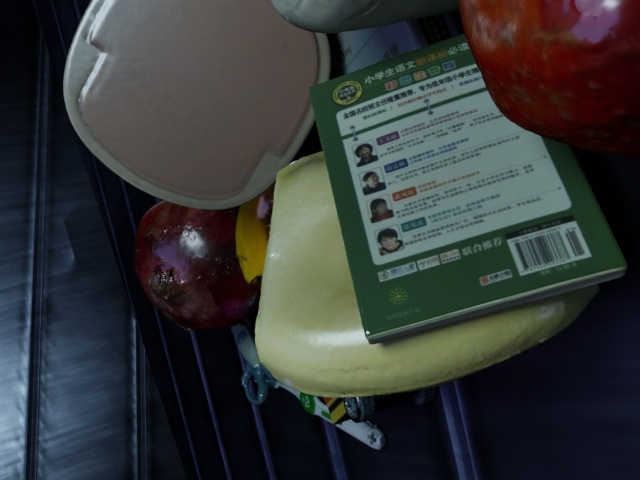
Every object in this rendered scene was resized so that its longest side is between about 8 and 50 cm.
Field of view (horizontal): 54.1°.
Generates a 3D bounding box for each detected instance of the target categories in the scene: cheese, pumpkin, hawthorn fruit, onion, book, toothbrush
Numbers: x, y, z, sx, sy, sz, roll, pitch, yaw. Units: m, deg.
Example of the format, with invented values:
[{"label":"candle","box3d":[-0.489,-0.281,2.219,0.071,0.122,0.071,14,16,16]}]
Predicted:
[{"label":"cheese","box3d":[0.092,0.019,0.585,0.128,0.315,0.260,53,-141,-63]},{"label":"pumpkin","box3d":[-0.001,0.000,0.842,0.280,0.139,0.190,33,112,53]},{"label":"hawthorn fruit","box3d":[0.199,-0.151,0.369,0.249,0.215,0.215,-139,41,-64]},{"label":"onion","box3d":[-0.222,0.039,1.180,0.276,0.276,0.276,36,134,49]},{"label":"book","box3d":[0.107,-0.061,0.537,0.027,0.202,0.264,57,-162,-59]},{"label":"toothbrush","box3d":[-0.010,0.302,1.165,0.418,0.040,0.042,8,95,55]}]

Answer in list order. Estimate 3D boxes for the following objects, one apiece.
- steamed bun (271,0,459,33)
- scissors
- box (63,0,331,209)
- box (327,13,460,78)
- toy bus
[{"label":"steamed bun","box3d":[0.025,-0.387,0.513,0.236,0.247,0.384,-33,74,63]},{"label":"scissors","box3d":[-0.152,0.217,1.335,0.138,0.041,0.289,-57,40,15]},{"label":"box","box3d":[-0.144,-0.199,0.790,0.216,0.300,0.301,-119,19,-77]},{"label":"box","box3d":[0.063,-0.254,0.707,0.155,0.067,0.243,-32,76,59]},{"label":"toy bus","box3d":[0.100,0.137,0.791,0.335,0.121,0.123,118,136,-54]}]
